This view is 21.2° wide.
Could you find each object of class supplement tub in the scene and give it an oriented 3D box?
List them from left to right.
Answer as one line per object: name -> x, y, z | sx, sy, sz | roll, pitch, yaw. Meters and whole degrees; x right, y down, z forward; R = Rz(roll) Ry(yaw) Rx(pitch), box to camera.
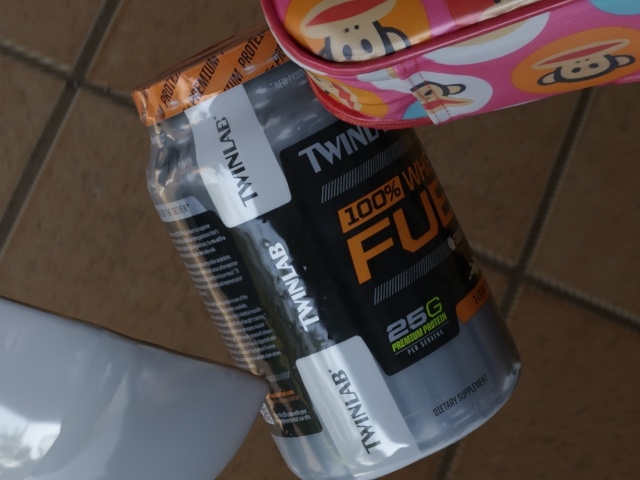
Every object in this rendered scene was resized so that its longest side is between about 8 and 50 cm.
supplement tub -> 0.000, 0.000, 1.232 | 0.193, 0.193, 0.316 | -30, 101, -15

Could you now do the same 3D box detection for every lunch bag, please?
lunch bag -> 0.103, -0.199, 0.742 | 0.293, 0.120, 0.258 | -12, 74, 11

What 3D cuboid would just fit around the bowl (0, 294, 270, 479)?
bowl -> -0.095, 0.037, 0.444 | 0.142, 0.142, 0.053 | 16, 86, 16
